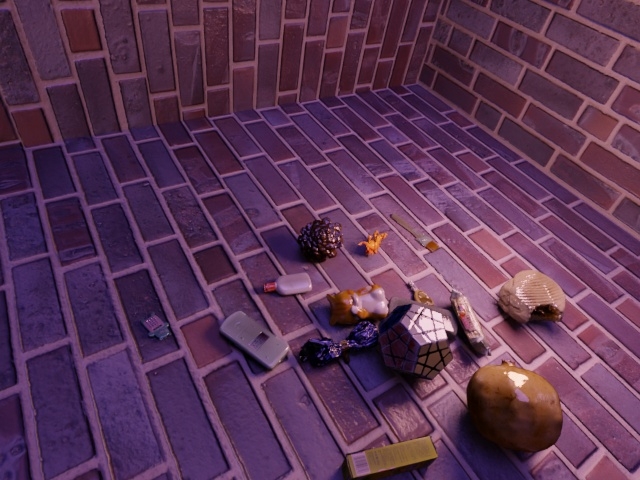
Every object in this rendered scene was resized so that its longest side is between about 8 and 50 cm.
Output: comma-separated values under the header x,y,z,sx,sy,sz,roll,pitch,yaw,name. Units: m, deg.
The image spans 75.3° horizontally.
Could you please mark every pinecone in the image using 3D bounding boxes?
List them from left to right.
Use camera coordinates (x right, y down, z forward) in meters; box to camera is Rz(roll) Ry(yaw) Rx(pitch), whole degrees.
x,y,z,sx,sy,sz,roll,pitch,yaw,name
0.000,0.002,2.061,0.228,0.201,0.203,10,49,2,pinecone

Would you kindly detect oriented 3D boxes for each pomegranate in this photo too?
x,y,z,sx,sy,sz,roll,pitch,yaw,name
0.702,0.602,1.524,0.332,0.333,0.333,6,45,-6,pomegranate

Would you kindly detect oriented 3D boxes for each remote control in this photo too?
x,y,z,sx,sy,sz,roll,pitch,yaw,name
-0.279,0.409,1.707,0.296,0.056,0.140,30,46,19,remote control

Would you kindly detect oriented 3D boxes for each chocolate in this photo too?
x,y,z,sx,sy,sz,roll,pitch,yaw,name
0.079,0.442,1.712,0.343,0.126,0.149,-15,92,-20,chocolate

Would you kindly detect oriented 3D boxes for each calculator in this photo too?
x,y,z,sx,sy,sz,roll,pitch,yaw,name
-0.676,0.356,1.706,0.141,0.019,0.094,36,48,23,calculator

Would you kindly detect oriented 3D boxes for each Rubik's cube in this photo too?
x,y,z,sx,sy,sz,roll,pitch,yaw,name
0.383,0.411,1.692,0.264,0.319,0.319,47,50,-3,Rubik's cube

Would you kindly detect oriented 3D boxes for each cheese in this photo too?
x,y,z,sx,sy,sz,roll,pitch,yaw,name
0.479,0.262,2.017,0.086,0.036,0.162,-12,50,-23,cheese

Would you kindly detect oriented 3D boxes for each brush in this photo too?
x,y,z,sx,sy,sz,roll,pitch,yaw,name
0.525,-0.052,2.343,0.085,0.020,0.336,-29,58,-33,brush

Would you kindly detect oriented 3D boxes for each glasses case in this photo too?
x,y,z,sx,sy,sz,roll,pitch,yaw,name
0.462,0.353,1.898,0.323,0.074,0.131,15,46,3,glasses case

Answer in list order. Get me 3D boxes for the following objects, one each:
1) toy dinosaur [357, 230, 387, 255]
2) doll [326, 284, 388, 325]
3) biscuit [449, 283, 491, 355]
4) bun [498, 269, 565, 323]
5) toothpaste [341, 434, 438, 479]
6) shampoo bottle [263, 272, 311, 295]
x,y,z,sx,sy,sz,roll,pitch,yaw,name
0.270,0.023,2.155,0.070,0.117,0.288,23,29,29,toy dinosaur
0.174,0.286,1.849,0.269,0.162,0.167,-4,74,-22,doll
0.669,0.361,1.873,0.079,0.186,0.309,-25,48,15,biscuit
0.997,0.283,1.990,0.281,0.205,0.282,2,60,-4,bun
0.236,0.760,1.431,0.327,0.110,0.077,-4,46,-16,toothpaste
-0.156,0.207,1.932,0.220,0.051,0.108,-6,50,-17,shampoo bottle
